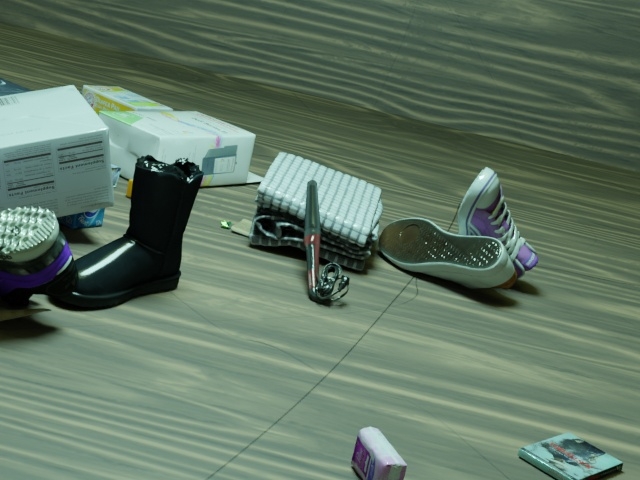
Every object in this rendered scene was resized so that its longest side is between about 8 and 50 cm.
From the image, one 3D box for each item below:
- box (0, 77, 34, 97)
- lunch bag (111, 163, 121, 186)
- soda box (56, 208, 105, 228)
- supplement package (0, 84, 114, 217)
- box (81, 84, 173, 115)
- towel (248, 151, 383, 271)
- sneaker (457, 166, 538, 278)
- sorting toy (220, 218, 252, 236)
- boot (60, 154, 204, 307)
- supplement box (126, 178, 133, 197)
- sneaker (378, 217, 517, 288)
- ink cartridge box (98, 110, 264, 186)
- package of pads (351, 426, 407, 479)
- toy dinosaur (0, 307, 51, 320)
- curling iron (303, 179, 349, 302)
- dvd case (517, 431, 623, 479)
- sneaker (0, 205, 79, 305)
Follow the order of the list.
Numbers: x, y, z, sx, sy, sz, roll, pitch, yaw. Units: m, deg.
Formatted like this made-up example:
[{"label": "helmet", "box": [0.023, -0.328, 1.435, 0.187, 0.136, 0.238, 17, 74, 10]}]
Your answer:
[{"label": "box", "box": [-0.734, -0.217, 1.915, 0.312, 0.179, 0.343, 22, 18, 31]}, {"label": "lunch bag", "box": [-0.445, -0.133, 2.085, 0.071, 0.053, 0.083, 22, 9, 20]}, {"label": "soda box", "box": [-0.474, -0.087, 1.880, 0.210, 0.067, 0.071, 23, 19, 32]}, {"label": "supplement package", "box": [-0.494, -0.133, 1.732, 0.261, 0.145, 0.204, -13, 33, -24]}, {"label": "box", "box": [-0.460, -0.287, 2.491, 0.203, 0.103, 0.114, 25, 20, 36]}, {"label": "towel", "box": [-0.006, -0.051, 2.024, 0.235, 0.121, 0.284, 22, 21, -2]}, {"label": "sneaker", "box": [0.345, -0.022, 2.006, 0.161, 0.282, 0.102, 28, 66, 20]}, {"label": "sorting toy", "box": [-0.146, -0.024, 2.018, 0.083, 0.012, 0.062, 20, 22, 12]}, {"label": "boot", "box": [-0.281, -0.021, 1.560, 0.094, 0.207, 0.246, 24, 20, 32]}, {"label": "supplement box", "box": [-0.322, -0.097, 2.083, 0.062, 0.036, 0.098, 22, 19, 29]}, {"label": "sneaker", "box": [0.237, 0.041, 2.009, 0.290, 0.106, 0.123, 17, -21, 42]}, {"label": "ink cartridge box", "box": [-0.289, -0.201, 2.308, 0.207, 0.119, 0.353, 24, 20, 35]}, {"label": "package of pads", "box": [0.066, 0.251, 1.197, 0.032, 0.050, 0.083, 6, 18, -24]}, {"label": "toy dinosaur", "box": [-0.448, 0.092, 1.364, 0.183, 0.053, 0.092, -3, 39, -38]}, {"label": "curling iron", "box": [0.000, 0.000, 1.814, 0.068, 0.035, 0.274, -6, 47, -5]}, {"label": "dvd case", "box": [0.321, 0.280, 1.365, 0.119, 0.013, 0.087, -5, 24, -44]}, {"label": "sneaker", "box": [-0.445, 0.028, 1.442, 0.293, 0.146, 0.102, 8, 51, 32]}]
